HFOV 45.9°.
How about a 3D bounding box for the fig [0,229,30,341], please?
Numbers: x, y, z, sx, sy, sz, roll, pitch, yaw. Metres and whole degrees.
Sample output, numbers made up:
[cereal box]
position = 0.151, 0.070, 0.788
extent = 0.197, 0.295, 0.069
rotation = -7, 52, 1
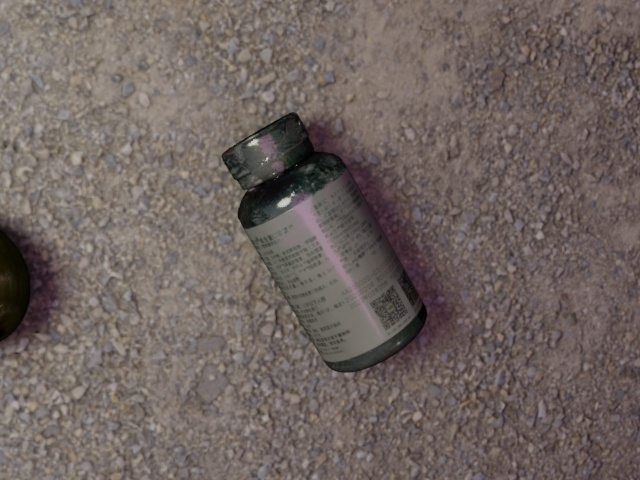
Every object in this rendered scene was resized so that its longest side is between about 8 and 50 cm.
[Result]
[fig]
position = -0.416, 0.002, 0.814
extent = 0.151, 0.151, 0.259
rotation = -29, 76, -8

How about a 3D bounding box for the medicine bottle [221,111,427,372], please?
[medicine bottle]
position = 0.000, 0.000, 0.885
extent = 0.141, 0.141, 0.293
rotation = -32, 102, -8
